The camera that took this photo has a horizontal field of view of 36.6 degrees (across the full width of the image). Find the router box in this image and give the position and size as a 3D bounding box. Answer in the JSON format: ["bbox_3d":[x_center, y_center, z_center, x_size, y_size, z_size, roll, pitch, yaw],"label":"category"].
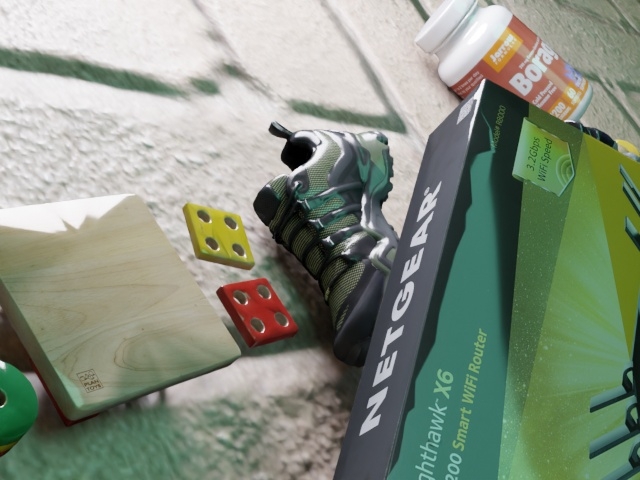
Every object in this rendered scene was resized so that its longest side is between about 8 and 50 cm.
[{"bbox_3d":[0.157,0.080,0.607,0.242,0.081,0.309,26,57,-12],"label":"router box"}]

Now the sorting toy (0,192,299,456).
[{"bbox_3d":[-0.130,0.040,0.586,0.274,0.046,0.132,-13,63,-54],"label":"sorting toy"}]

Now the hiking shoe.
[{"bbox_3d":[0.000,0.000,0.770,0.114,0.086,0.227,8,48,-11],"label":"hiking shoe"}]

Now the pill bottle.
[{"bbox_3d":[0.229,-0.218,1.231,0.216,0.121,0.121,39,32,-9],"label":"pill bottle"}]

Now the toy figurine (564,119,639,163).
[{"bbox_3d":[0.217,0.017,0.860,0.148,0.209,0.213,18,39,-48],"label":"toy figurine"}]
